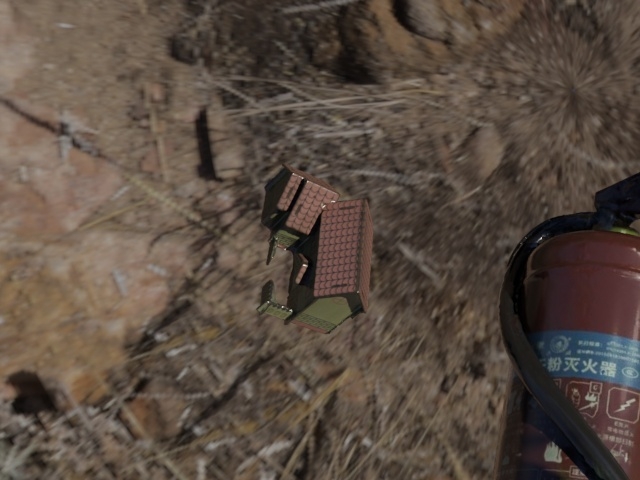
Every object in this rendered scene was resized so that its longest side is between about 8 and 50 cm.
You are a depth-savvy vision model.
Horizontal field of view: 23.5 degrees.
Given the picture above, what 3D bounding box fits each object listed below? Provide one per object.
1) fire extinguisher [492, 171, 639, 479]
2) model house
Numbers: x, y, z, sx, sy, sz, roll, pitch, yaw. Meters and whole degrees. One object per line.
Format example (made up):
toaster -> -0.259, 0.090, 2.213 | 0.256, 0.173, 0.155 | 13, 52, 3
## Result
fire extinguisher -> 0.150, 0.105, 0.791 | 0.141, 0.105, 0.341 | -1, 65, 29
model house -> 0.000, 0.000, 0.830 | 0.057, 0.058, 0.083 | 21, 56, -21
